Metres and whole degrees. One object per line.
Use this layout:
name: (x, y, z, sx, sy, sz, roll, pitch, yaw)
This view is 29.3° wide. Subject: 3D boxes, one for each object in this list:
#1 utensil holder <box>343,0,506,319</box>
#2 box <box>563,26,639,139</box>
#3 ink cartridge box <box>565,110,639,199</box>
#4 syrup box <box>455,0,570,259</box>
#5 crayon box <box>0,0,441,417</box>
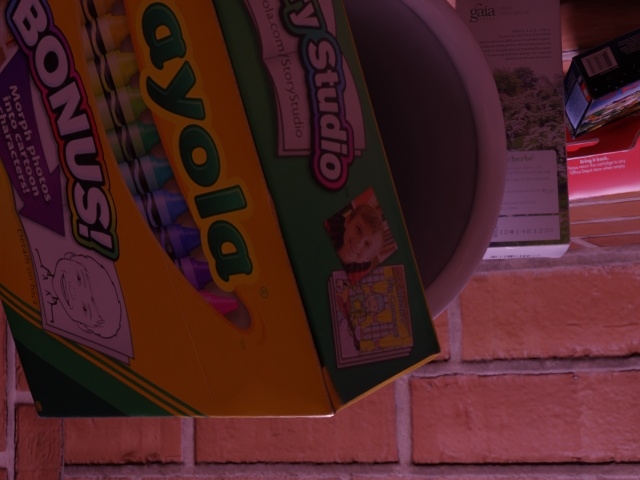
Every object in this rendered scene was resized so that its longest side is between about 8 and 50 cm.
utensil holder: (-0.067, -0.059, 1.113, 0.327, 0.328, 0.385, 1, 174, -23)
box: (0.332, -0.171, 1.091, 0.233, 0.044, 0.159, -24, 171, 3)
ink cartridge box: (0.302, -0.112, 1.247, 0.134, 0.078, 0.231, -7, -151, 38)
syrup box: (0.173, -0.105, 1.118, 0.093, 0.237, 0.096, -2, 173, 6)
crayon box: (-0.113, -0.076, 0.750, 0.106, 0.363, 0.313, -22, -172, -40)
